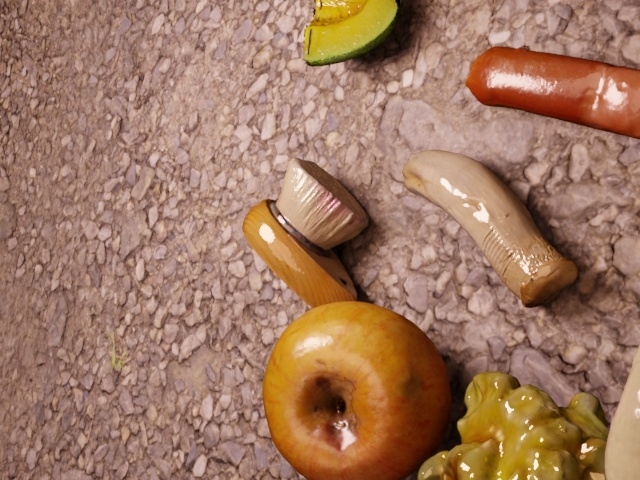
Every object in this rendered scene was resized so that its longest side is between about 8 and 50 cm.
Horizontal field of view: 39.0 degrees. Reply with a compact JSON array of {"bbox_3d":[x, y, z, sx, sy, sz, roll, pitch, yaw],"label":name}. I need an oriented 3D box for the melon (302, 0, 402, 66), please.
[{"bbox_3d":[0.071,-0.420,1.602,0.169,0.129,0.265,2,80,18],"label":"melon"}]

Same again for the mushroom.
[{"bbox_3d":[0.251,-0.034,1.392,0.351,0.095,0.122,49,131,36],"label":"mushroom"}]

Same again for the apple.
[{"bbox_3d":[0.061,0.236,1.398,0.299,0.275,0.298,-2,85,27],"label":"apple"}]

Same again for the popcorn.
[{"bbox_3d":[0.296,0.338,1.167,0.274,0.279,0.335,-54,11,20],"label":"popcorn"}]

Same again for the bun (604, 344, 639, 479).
[{"bbox_3d":[0.477,0.220,1.029,0.213,0.361,0.360,143,127,-71],"label":"bun"}]

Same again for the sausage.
[{"bbox_3d":[0.371,-0.219,1.323,0.348,0.094,0.097,22,110,39],"label":"sausage"}]

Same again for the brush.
[{"bbox_3d":[0.000,0.000,1.556,0.166,0.174,0.266,-45,64,14],"label":"brush"}]
